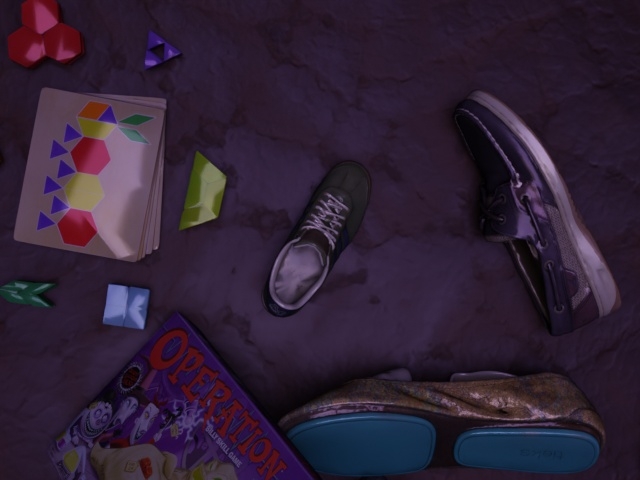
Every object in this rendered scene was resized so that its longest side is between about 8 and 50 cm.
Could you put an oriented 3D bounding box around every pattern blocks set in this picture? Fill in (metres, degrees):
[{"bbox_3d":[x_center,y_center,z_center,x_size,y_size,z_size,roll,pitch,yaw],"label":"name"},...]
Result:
[{"bbox_3d":[-0.244,-0.076,1.049,0.285,0.026,0.325,19,89,-3],"label":"pattern blocks set"}]

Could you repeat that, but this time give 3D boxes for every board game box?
[{"bbox_3d":[-0.128,0.233,0.922,0.208,0.347,0.056,-44,130,-6],"label":"board game box"}]

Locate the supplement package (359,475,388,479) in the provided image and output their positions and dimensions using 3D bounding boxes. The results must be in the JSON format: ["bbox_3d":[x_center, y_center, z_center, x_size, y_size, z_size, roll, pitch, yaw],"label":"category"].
[{"bbox_3d":[0.042,0.413,1.008,0.262,0.145,0.204,-45,92,-2],"label":"supplement package"}]

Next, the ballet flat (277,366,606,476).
[{"bbox_3d":[0.124,0.186,1.032,0.348,0.123,0.123,2,90,-5],"label":"ballet flat"}]

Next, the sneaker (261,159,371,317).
[{"bbox_3d":[0.000,0.000,1.034,0.064,0.086,0.192,31,88,-3],"label":"sneaker"}]

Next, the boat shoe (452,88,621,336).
[{"bbox_3d":[0.217,-0.025,1.042,0.092,0.103,0.285,-33,98,-8],"label":"boat shoe"}]
